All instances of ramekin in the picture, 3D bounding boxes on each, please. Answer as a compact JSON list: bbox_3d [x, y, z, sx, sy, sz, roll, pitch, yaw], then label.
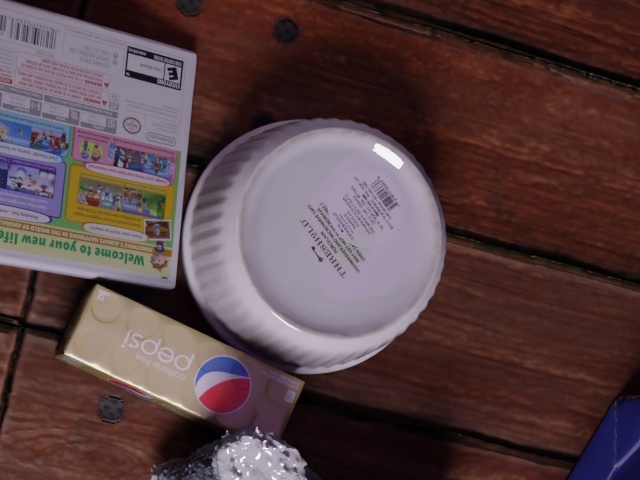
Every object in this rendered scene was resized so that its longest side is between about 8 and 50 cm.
[{"bbox_3d":[0.000,0.000,1.290,0.207,0.109,0.207,2,83,-15],"label":"ramekin"}]

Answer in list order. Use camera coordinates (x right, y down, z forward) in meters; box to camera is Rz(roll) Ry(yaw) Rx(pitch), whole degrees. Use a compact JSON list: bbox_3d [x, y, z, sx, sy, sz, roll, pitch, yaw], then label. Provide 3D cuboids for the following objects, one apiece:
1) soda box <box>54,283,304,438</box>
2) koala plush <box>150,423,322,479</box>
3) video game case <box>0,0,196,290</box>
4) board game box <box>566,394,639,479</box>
[{"bbox_3d":[-0.109,0.099,1.274,0.181,0.058,0.061,27,77,-12],"label":"soda box"},{"bbox_3d":[-0.021,0.226,1.227,0.221,0.196,0.203,41,63,-8],"label":"koala plush"},{"bbox_3d":[-0.191,-0.071,1.244,0.212,0.023,0.193,12,79,-40],"label":"video game case"},{"bbox_3d":[0.322,0.299,1.330,0.291,0.141,0.232,36,76,-9],"label":"board game box"}]
